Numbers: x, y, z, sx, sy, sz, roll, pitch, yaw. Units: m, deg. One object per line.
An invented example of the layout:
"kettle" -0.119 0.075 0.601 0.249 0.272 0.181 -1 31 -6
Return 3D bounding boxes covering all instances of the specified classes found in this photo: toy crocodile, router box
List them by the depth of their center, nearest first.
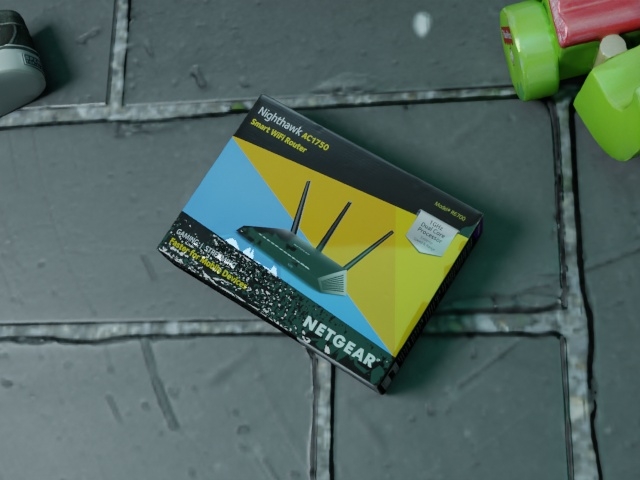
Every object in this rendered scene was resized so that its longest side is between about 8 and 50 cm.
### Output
"router box" 0.000 0.000 0.649 0.178 0.046 0.133 30 80 17
"toy crocodile" 0.169 -0.209 0.651 0.115 0.105 0.341 -13 72 6

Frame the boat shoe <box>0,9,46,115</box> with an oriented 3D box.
"boat shoe" -0.318 -0.109 0.725 0.219 0.078 0.070 -21 72 -5
